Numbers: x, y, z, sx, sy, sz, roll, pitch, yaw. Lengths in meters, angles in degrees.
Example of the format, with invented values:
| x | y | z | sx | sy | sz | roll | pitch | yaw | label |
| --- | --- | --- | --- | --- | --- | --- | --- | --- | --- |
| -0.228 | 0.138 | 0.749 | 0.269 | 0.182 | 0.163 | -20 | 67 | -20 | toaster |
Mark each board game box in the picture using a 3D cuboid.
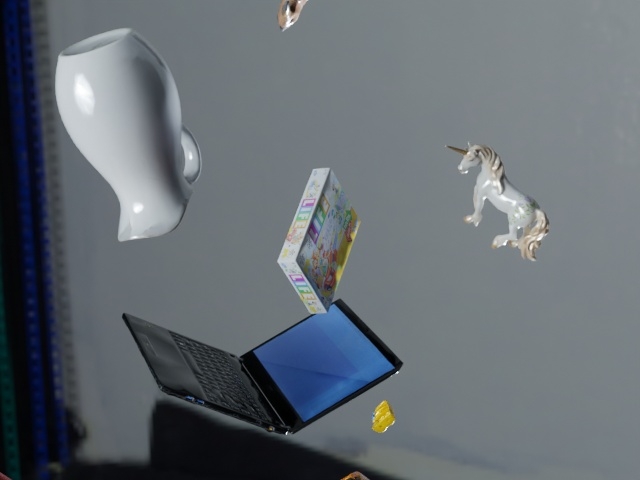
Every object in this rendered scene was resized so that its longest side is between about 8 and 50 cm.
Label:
| x | y | z | sx | sy | sz | roll | pitch | yaw | label |
| --- | --- | --- | --- | --- | --- | --- | --- | --- | --- |
| 0.000 | 0.000 | 1.679 | 0.026 | 0.103 | 0.154 | -3 | -132 | 29 | board game box |

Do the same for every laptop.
| x | y | z | sx | sy | sz | roll | pitch | yaw | label |
| --- | --- | --- | --- | --- | --- | --- | --- | --- | --- |
| -0.076 | 0.122 | 1.620 | 0.264 | 0.136 | 0.234 | 24 | -172 | -24 | laptop |

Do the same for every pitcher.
| x | y | z | sx | sy | sz | roll | pitch | yaw | label |
| --- | --- | --- | --- | --- | --- | --- | --- | --- | --- |
| -0.197 | -0.128 | 1.459 | 0.126 | 0.207 | 0.177 | -10 | -157 | 21 | pitcher |

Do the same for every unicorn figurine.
| x | y | z | sx | sy | sz | roll | pitch | yaw | label |
| --- | --- | --- | --- | --- | --- | --- | --- | --- | --- |
| 0.215 | -0.053 | 1.638 | 0.162 | 0.111 | 0.060 | 31 | -134 | 8 | unicorn figurine |

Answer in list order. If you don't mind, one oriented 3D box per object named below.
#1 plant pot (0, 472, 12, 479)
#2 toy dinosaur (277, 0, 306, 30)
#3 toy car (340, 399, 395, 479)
| x | y | z | sx | sy | sz | roll | pitch | yaw | label |
| --- | --- | --- | --- | --- | --- | --- | --- | --- | --- |
| -0.352 | 0.363 | 1.149 | 0.243 | 0.275 | 0.275 | -38 | -177 | 13 | plant pot |
| -0.024 | -0.421 | 1.606 | 0.127 | 0.295 | 0.200 | -8 | -149 | 27 | toy dinosaur |
| 0.052 | 0.199 | 1.196 | 0.060 | 0.122 | 0.040 | 26 | -159 | -11 | toy car |
